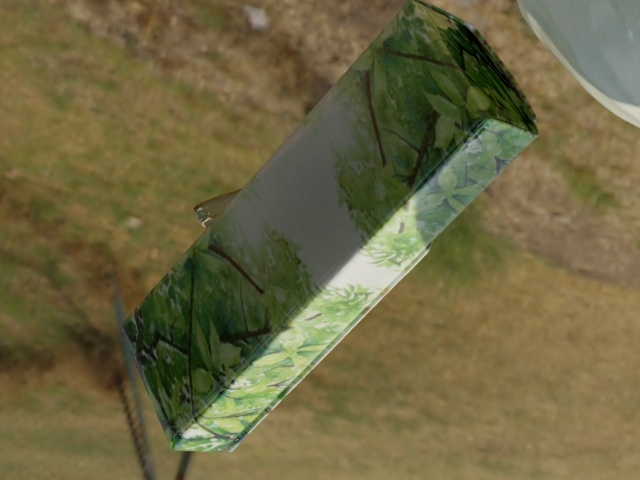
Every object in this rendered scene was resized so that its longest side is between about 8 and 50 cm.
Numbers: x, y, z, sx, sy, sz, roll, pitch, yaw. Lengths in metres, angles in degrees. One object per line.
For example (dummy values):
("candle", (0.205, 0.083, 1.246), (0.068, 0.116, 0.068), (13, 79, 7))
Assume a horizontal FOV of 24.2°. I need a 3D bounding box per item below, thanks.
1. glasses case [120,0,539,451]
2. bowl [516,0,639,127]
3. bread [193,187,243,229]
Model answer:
("glasses case", (0.000, 0.000, 0.824), (0.062, 0.095, 0.272), (13, 130, -46))
("bowl", (0.264, -0.152, 0.860), (0.277, 0.145, 0.277), (-18, 150, -11))
("bread", (-0.086, -0.020, 1.437), (0.109, 0.043, 0.062), (-21, 169, -43))
